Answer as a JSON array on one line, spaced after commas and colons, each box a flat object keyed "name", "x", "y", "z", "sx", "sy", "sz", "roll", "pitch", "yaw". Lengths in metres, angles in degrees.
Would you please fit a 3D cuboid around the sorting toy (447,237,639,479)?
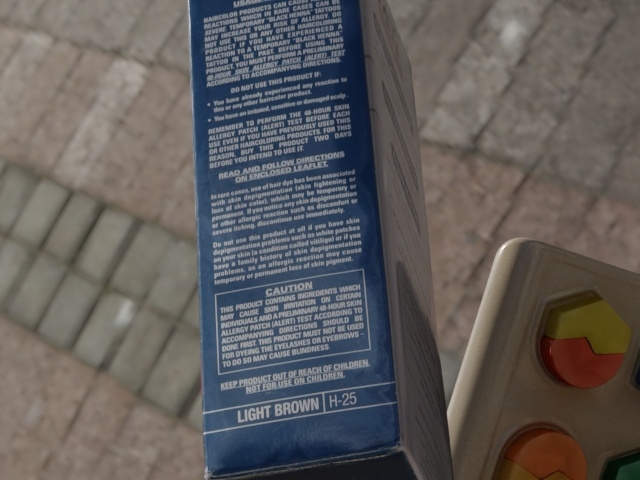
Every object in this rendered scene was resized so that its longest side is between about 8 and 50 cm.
[{"name": "sorting toy", "x": 0.188, "y": 0.116, "z": 1.219, "sx": 0.038, "sy": 0.208, "sz": 0.193, "roll": -164, "pitch": 92, "yaw": -72}]

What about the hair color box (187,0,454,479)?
[{"name": "hair color box", "x": 0.000, "y": 0.000, "z": 1.032, "sx": 0.105, "sy": 0.174, "sz": 0.347, "roll": -9, "pitch": 58, "yaw": 9}]
